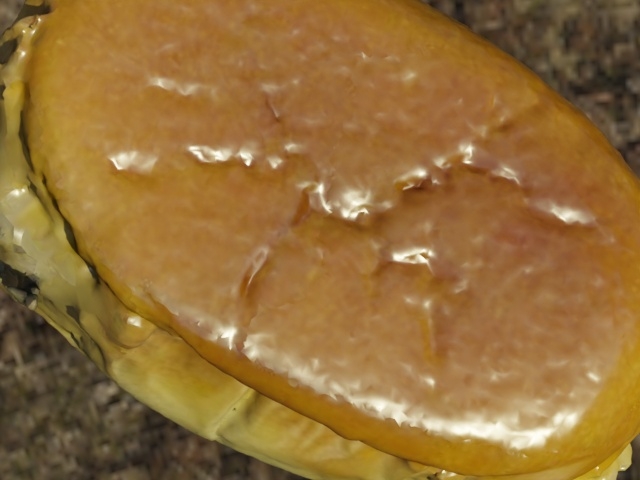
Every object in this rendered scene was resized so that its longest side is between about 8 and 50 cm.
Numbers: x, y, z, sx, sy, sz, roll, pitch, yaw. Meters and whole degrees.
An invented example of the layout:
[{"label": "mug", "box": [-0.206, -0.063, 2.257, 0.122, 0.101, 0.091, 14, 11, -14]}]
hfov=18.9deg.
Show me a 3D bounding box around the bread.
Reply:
[{"label": "bread", "box": [0.003, -0.012, 0.985, 0.388, 0.183, 0.236, 25, 63, -12]}]
